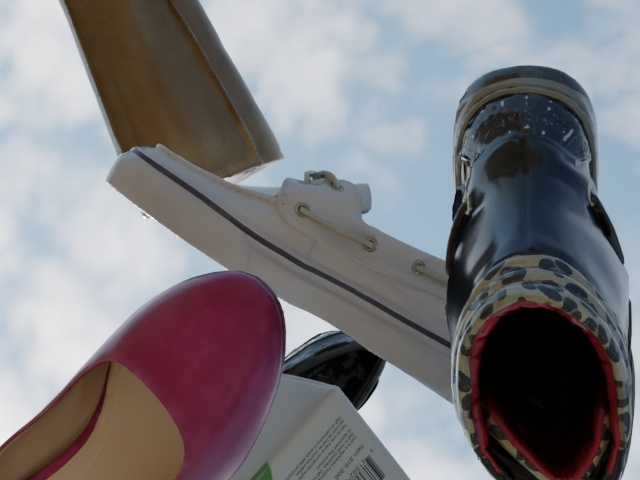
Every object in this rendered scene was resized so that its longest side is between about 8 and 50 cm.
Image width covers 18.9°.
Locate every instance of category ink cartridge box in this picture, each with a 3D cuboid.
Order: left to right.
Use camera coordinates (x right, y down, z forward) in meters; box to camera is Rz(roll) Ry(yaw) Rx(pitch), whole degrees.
[{"bbox_3d":[-0.001,0.217,1.313,0.087,0.153,0.208,7,-41,55],"label":"ink cartridge box"}]

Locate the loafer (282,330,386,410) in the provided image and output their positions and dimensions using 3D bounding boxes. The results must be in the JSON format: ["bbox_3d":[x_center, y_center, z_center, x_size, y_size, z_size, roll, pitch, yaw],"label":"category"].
[{"bbox_3d":[-0.036,0.139,1.427,0.078,0.223,0.076,-16,-70,55],"label":"loafer"}]

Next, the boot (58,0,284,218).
[{"bbox_3d":[-0.101,-0.170,1.425,0.089,0.236,0.270,-34,-98,53],"label":"boot"}]

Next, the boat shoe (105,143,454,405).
[{"bbox_3d":[0.000,0.000,1.003,0.076,0.226,0.083,-59,-167,-2],"label":"boat shoe"}]

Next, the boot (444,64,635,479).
[{"bbox_3d":[0.094,0.066,0.824,0.085,0.179,0.236,-5,-59,8],"label":"boot"}]

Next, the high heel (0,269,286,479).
[{"bbox_3d":[-0.111,0.102,0.818,0.244,0.117,0.082,-40,-98,35],"label":"high heel"}]
